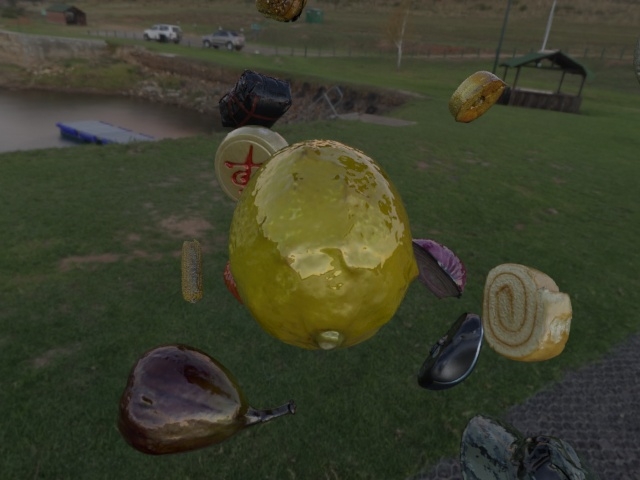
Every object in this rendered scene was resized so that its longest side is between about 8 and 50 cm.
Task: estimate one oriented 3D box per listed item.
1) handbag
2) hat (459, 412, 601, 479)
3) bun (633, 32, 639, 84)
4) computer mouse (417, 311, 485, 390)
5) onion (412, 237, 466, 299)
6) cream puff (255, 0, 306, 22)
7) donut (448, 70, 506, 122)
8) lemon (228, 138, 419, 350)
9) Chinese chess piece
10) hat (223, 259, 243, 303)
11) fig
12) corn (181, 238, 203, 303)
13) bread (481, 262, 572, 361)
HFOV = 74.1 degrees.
[{"bbox_3d":[-0.218,-0.444,1.374,0.169,0.155,0.215,-2,-17,-39],"label":"handbag"},{"bbox_3d":[0.344,0.371,0.637,0.265,0.128,0.266,29,34,-22],"label":"hat"},{"bbox_3d":[0.531,-0.253,0.579,0.113,0.173,0.167,-18,43,-22],"label":"bun"},{"bbox_3d":[0.338,0.288,1.061,0.096,0.233,0.137,37,10,5],"label":"computer mouse"},{"bbox_3d":[0.372,0.065,1.361,0.111,0.247,0.250,-40,-4,-9],"label":"onion"},{"bbox_3d":[-0.098,-0.589,1.016,0.133,0.120,0.104,0,15,18],"label":"cream puff"},{"bbox_3d":[0.477,-0.450,1.325,0.190,0.174,0.075,-22,70,-30],"label":"donut"},{"bbox_3d":[0.000,0.000,0.531,0.233,0.234,0.288,5,53,-4],"label":"lemon"},{"bbox_3d":[-0.192,-0.212,1.254,0.250,0.251,0.097,13,27,13],"label":"Chinese chess piece"},{"bbox_3d":[-0.129,0.162,1.432,0.285,0.400,0.285,-19,36,14],"label":"hat"},{"bbox_3d":[-0.176,0.263,0.690,0.274,0.170,0.145,8,-20,-2],"label":"fig"},{"bbox_3d":[-0.411,0.099,1.354,0.068,0.207,0.068,-5,-9,-1],"label":"corn"},{"bbox_3d":[0.321,0.112,0.661,0.073,0.149,0.122,15,-14,-31],"label":"bread"}]
